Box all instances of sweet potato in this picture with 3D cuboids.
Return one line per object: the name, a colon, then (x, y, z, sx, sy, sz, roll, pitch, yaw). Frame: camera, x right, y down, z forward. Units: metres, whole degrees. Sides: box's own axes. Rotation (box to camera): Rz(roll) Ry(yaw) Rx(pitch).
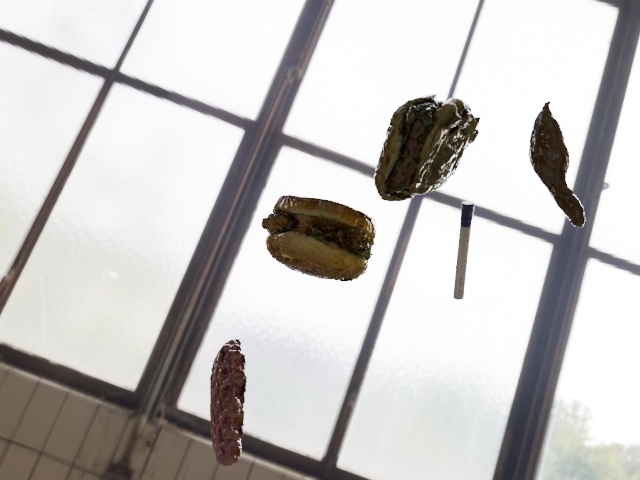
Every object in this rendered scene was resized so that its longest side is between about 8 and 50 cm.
sweet potato: (0.429, -0.138, 1.430, 0.074, 0.270, 0.075, -6, -25, -3)

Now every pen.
pen: (0.364, 0.029, 1.965, 0.033, 0.033, 0.269, 12, -65, 24)

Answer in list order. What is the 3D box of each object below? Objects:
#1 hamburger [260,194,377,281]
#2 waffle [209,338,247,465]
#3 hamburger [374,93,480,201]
hamburger: (-0.009, -0.002, 1.269, 0.191, 0.118, 0.182, 24, -18, -21)
waffle: (-0.169, 0.288, 1.385, 0.055, 0.221, 0.234, 4, -3, -11)
hamburger: (0.165, -0.164, 1.313, 0.130, 0.183, 0.206, 34, 33, 27)
